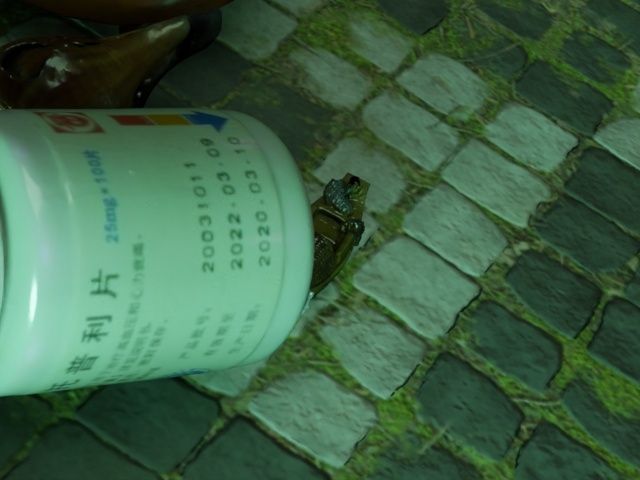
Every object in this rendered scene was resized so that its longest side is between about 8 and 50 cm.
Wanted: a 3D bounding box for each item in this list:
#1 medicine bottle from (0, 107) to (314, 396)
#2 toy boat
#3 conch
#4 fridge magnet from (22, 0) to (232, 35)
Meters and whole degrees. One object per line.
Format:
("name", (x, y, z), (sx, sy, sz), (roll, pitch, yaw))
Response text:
("medicine bottle", (-0.160, 0.005, 1.030), (0.293, 0.170, 0.170), (-2, 47, -38))
("toy boat", (0.000, 0.000, 1.232), (0.047, 0.049, 0.149), (30, 39, 5))
("conch", (-0.166, -0.106, 1.228), (0.232, 0.086, 0.080), (-9, 51, -33))
("fridge magnet", (-0.173, -0.325, 1.360), (0.363, 0.155, 0.364), (7, 65, -17))
